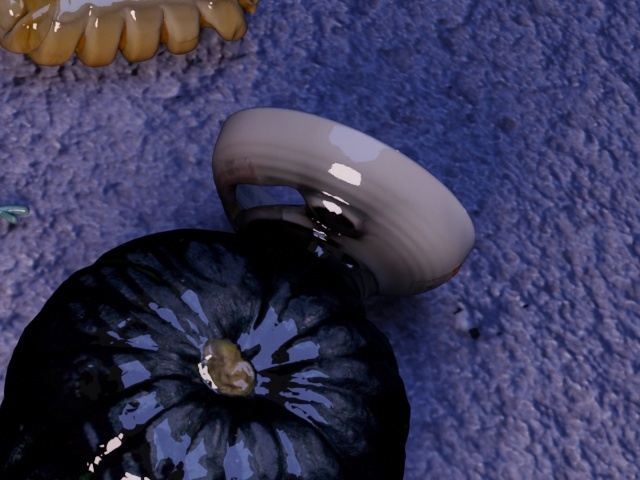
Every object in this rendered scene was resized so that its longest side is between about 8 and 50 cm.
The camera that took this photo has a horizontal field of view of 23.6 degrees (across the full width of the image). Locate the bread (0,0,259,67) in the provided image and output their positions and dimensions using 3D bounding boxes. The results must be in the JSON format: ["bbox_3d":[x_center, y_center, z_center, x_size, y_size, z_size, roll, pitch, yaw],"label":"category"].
[{"bbox_3d":[-0.217,-0.274,1.702,0.311,0.121,0.172,-7,60,-19],"label":"bread"}]

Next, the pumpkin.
[{"bbox_3d":[-0.098,0.165,1.318,0.363,0.266,0.363,10,52,-13],"label":"pumpkin"}]

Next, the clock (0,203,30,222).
[{"bbox_3d":[-0.397,-0.023,1.507,0.211,0.066,0.159,-29,66,-31],"label":"clock"}]

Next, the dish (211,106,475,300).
[{"bbox_3d":[0.000,0.000,1.482,0.273,0.273,0.133,25,69,5],"label":"dish"}]
